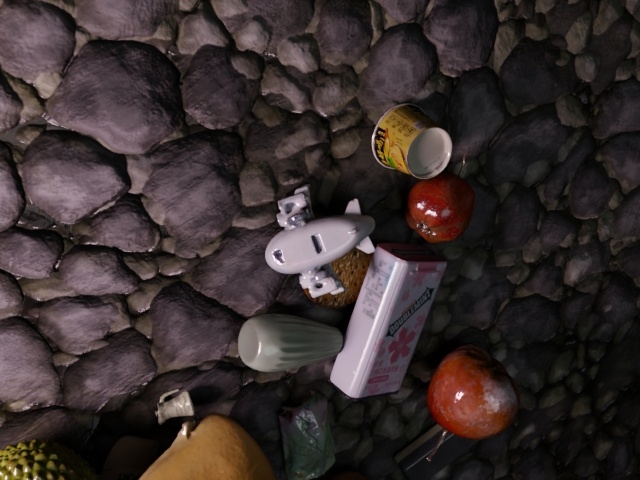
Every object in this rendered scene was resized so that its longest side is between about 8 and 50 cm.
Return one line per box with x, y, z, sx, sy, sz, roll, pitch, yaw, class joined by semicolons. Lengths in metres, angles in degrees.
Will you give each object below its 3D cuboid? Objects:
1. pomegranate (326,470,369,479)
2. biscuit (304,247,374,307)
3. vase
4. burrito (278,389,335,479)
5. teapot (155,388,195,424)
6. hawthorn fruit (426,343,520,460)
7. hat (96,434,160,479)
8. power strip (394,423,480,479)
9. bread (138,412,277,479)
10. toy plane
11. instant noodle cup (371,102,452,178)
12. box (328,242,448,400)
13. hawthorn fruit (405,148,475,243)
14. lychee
0.060;0.683;1.901;0.196;0.196;0.196;-11;117;-22;pomegranate
0.042;0.069;1.688;0.187;0.027;0.188;-12;118;-23;biscuit
-0.059;0.228;1.660;0.248;0.128;0.128;5;110;-39;vase
-0.030;0.482;1.810;0.143;0.089;0.229;-20;122;-21;burrito
-0.323;0.365;1.628;0.083;0.057;0.067;-18;82;-15;teapot
0.379;0.389;1.902;0.231;0.262;0.235;63;35;-14;hawthorn fruit
-0.416;0.514;1.627;0.147;0.085;0.175;15;106;-30;hat
0.330;0.565;2.040;0.256;0.070;0.105;-34;126;-7;power strip
-0.266;0.596;1.568;0.376;0.253;0.348;-39;154;-36;bread
0.000;0.000;1.574;0.244;0.117;0.245;0;96;-1;toy plane
0.200;-0.205;1.584;0.151;0.122;0.152;-11;119;-20;instant noodle cup
0.156;0.193;1.741;0.190;0.112;0.370;4;112;-44;box
0.287;-0.096;1.679;0.203;0.162;0.163;-48;126;-22;hawthorn fruit
-0.557;0.547;1.469;0.269;0.270;0.320;8;90;-29;lychee
